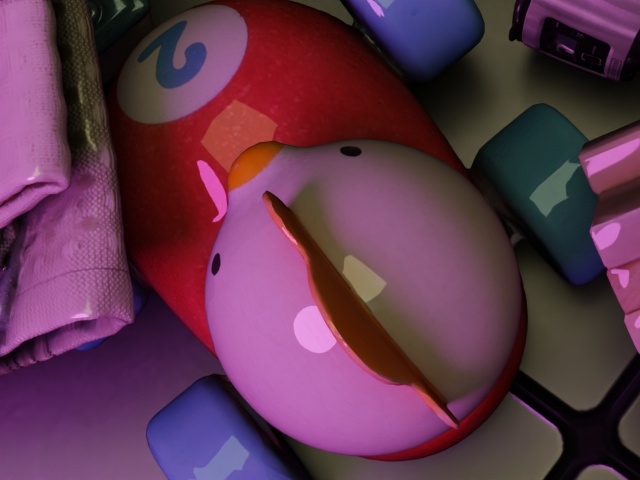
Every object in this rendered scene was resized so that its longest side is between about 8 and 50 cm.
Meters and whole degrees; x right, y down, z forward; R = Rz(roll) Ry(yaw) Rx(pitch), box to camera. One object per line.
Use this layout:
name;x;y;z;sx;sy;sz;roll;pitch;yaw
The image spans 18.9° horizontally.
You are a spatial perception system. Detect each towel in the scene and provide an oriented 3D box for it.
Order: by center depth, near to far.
towel;-0.210;-0.075;0.780;0.312;0.056;0.324;-21;73;37

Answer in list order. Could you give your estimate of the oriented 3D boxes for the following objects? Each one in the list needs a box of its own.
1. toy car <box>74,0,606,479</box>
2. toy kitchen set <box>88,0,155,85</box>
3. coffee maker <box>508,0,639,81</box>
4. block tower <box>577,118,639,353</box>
toy car;0.000;0.000;0.713;0.219;0.238;0.210;-39;93;1
toy kitchen set;-0.135;-0.176;0.833;0.166;0.122;0.207;-40;78;0
coffee maker;0.192;-0.110;0.795;0.178;0.120;0.171;34;58;10
block tower;0.198;0.107;0.706;0.091;0.097;0.335;-23;96;15
